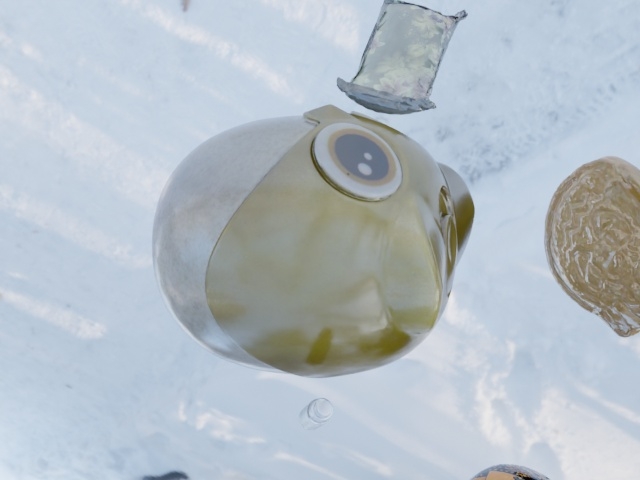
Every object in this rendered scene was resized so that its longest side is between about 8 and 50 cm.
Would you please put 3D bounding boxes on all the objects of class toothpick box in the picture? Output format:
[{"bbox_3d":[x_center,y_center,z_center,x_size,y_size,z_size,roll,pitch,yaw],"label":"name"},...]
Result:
[{"bbox_3d":[0.000,0.000,0.988,0.425,0.409,0.409,0,138,21],"label":"toothpick box"}]

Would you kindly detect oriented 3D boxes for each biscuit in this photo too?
[{"bbox_3d":[0.623,0.021,1.389,0.365,0.062,0.385,54,155,39],"label":"biscuit"}]

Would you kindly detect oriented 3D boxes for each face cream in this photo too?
[{"bbox_3d":[-0.005,0.226,0.847,0.034,0.034,0.130,23,157,1],"label":"face cream"}]

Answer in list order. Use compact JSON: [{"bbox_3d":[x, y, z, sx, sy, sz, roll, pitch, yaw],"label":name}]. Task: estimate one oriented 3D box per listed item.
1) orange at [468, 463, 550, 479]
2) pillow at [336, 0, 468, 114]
[{"bbox_3d":[0.320,0.498,1.094,0.234,0.234,0.182,44,163,-26],"label":"orange"},{"bbox_3d":[0.141,-0.306,1.084,0.169,0.255,0.059,15,151,18],"label":"pillow"}]
